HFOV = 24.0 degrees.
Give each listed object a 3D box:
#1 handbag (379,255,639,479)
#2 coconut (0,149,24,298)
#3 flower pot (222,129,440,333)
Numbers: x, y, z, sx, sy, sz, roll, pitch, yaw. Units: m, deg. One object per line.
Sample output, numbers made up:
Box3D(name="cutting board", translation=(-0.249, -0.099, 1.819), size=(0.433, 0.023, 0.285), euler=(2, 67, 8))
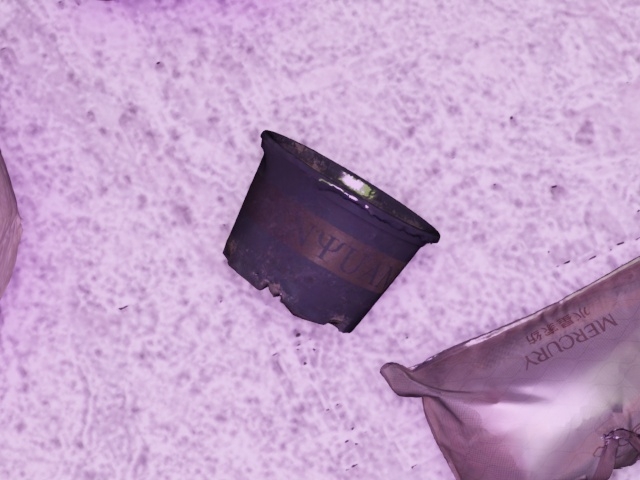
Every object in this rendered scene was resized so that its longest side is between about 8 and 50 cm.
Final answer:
Box3D(name="handbag", translation=(0.204, 0.120, 1.133), size=(0.270, 0.117, 0.182), euler=(-25, 90, -2))
Box3D(name="coconut", translation=(-0.383, -0.027, 1.072), size=(0.346, 0.346, 0.360), euler=(41, 88, 8))
Box3D(name="flower pot", translation=(0.000, 0.000, 1.147), size=(0.157, 0.157, 0.106), euler=(30, 97, 7))
